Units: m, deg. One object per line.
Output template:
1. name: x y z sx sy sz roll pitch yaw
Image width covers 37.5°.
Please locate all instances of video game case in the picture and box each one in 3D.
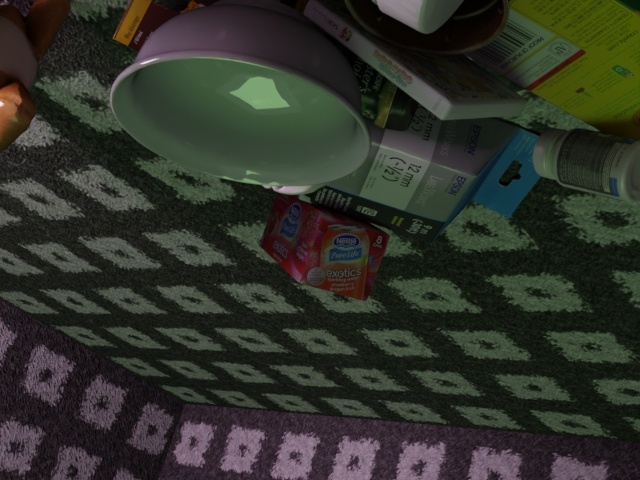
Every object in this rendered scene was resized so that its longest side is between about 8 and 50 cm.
1. video game case: 0.116 -0.208 1.083 0.206 0.026 0.227 41 -153 20

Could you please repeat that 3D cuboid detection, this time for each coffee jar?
1. coffee jar: 0.047 -0.218 1.290 0.184 0.096 0.079 17 158 0

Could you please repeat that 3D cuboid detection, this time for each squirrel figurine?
1. squirrel figurine: -0.610 -0.275 1.313 0.370 0.281 0.397 33 137 -31

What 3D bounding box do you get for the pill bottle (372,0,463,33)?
1. pill bottle: -0.039 -0.347 0.780 0.408 0.229 0.229 34 158 12

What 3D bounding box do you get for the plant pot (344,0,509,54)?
1. plant pot: 0.121 -0.305 0.963 0.167 0.165 0.167 12 157 5

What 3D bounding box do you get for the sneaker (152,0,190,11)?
1. sneaker: -0.199 -0.368 1.000 0.125 0.261 0.104 -34 173 18

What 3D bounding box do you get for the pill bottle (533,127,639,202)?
1. pill bottle: 0.340 -0.098 1.177 0.137 0.078 0.078 21 165 45

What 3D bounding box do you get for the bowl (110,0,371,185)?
1. bowl: -0.080 -0.182 1.076 0.298 0.134 0.298 7 159 3

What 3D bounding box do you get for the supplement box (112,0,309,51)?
1. supplement box: -0.130 -0.302 1.191 0.194 0.129 0.191 25 155 -17

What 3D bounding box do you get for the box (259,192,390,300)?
1. box: 0.000 0.000 1.614 0.128 0.122 0.257 17 -173 -22

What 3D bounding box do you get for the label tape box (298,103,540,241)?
1. label tape box: 0.156 -0.104 1.441 0.348 0.115 0.249 20 156 -1

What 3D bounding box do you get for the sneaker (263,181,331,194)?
1. sneaker: -0.089 -0.180 1.333 0.292 0.110 0.118 47 149 23

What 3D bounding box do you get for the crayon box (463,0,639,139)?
1. crayon box: 0.341 -0.222 1.096 0.319 0.081 0.202 26 155 -17
